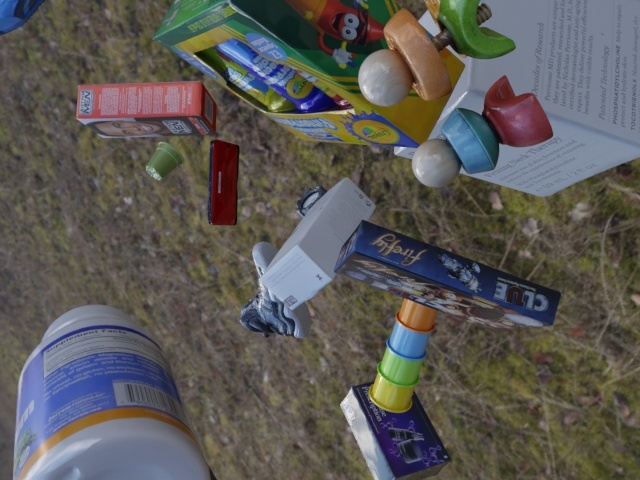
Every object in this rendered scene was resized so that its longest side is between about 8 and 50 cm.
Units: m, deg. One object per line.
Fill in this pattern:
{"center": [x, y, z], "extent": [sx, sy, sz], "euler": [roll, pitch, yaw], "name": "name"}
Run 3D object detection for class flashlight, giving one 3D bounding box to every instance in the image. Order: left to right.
{"center": [0.060, -0.021, 1.723], "extent": [0.103, 0.103, 0.304], "euler": [-20, 127, 38], "name": "flashlight"}

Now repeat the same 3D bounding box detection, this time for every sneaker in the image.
{"center": [-0.422, -0.372, 0.863], "extent": [0.069, 0.209, 0.082], "euler": [60, -174, 18], "name": "sneaker"}
{"center": [-0.136, 0.132, 1.459], "extent": [0.153, 0.101, 0.269], "euler": [-13, 118, 23], "name": "sneaker"}

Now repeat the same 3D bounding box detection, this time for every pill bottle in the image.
{"center": [-0.209, 0.168, 0.586], "extent": [0.272, 0.152, 0.152], "euler": [38, 146, 59], "name": "pill bottle"}

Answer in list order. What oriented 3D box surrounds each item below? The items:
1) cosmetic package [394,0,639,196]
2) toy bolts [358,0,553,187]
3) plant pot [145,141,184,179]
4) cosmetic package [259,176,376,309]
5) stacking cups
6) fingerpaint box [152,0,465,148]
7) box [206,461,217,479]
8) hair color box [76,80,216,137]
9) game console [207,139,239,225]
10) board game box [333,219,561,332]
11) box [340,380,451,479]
{"center": [0.408, -0.324, 1.257], "extent": [0.329, 0.393, 0.328], "euler": [144, 137, -69], "name": "cosmetic package"}
{"center": [0.141, -0.180, 0.729], "extent": [0.229, 0.158, 0.218], "euler": [53, -170, -25], "name": "toy bolts"}
{"center": [-0.418, -0.204, 1.613], "extent": [0.083, 0.079, 0.083], "euler": [27, 154, 15], "name": "plant pot"}
{"center": [0.000, 0.000, 1.036], "extent": [0.085, 0.231, 0.117], "euler": [44, 128, -7], "name": "cosmetic package"}
{"center": [0.186, 0.190, 1.216], "extent": [0.096, 0.096, 0.316], "euler": [31, 116, 33], "name": "stacking cups"}
{"center": [-0.045, -0.320, 1.043], "extent": [0.371, 0.163, 0.444], "euler": [30, 176, -30], "name": "fingerpaint box"}
{"center": [-0.328, 0.404, 0.966], "extent": [0.270, 0.165, 0.143], "euler": [-36, 82, 26], "name": "box"}
{"center": [-0.198, -0.150, 0.707], "extent": [0.072, 0.141, 0.043], "euler": [59, -149, -80], "name": "hair color box"}
{"center": [-0.191, -0.099, 1.077], "extent": [0.085, 0.124, 0.144], "euler": [2, 92, 21], "name": "game console"}
{"center": [0.145, 0.051, 0.762], "extent": [0.243, 0.042, 0.165], "euler": [20, 168, -1], "name": "board game box"}
{"center": [0.195, 0.506, 1.623], "extent": [0.261, 0.184, 0.103], "euler": [62, 142, 35], "name": "box"}
